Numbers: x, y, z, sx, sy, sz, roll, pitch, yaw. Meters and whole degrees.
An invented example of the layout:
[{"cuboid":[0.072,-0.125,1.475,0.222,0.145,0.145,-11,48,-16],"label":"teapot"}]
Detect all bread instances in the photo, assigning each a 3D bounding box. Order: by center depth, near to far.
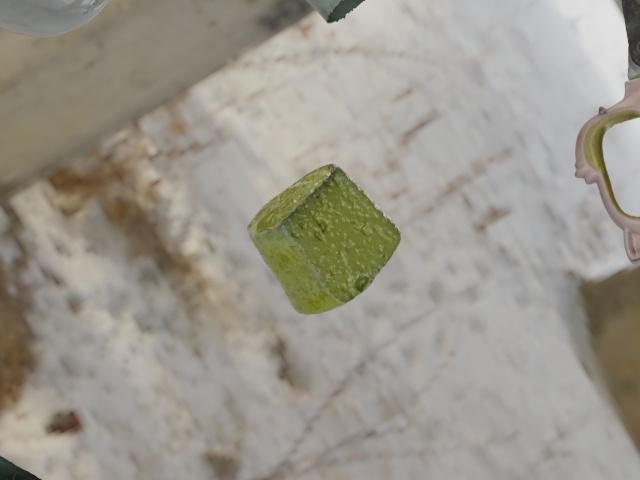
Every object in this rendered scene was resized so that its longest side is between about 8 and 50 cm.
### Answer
[{"cuboid":[0.000,0.000,1.881,0.114,0.129,0.111,53,-27,-21],"label":"bread"}]

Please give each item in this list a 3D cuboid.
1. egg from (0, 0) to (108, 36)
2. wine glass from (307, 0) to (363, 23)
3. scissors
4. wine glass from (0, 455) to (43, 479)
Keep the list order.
[{"cuboid":[-0.340,-0.339,2.143,0.271,0.196,0.196,49,15,-48],"label":"egg"},{"cuboid":[-0.026,-0.304,1.840,0.202,0.093,0.093,50,9,3],"label":"wine glass"},{"cuboid":[0.280,-0.139,1.638,0.024,0.160,0.317,39,40,-66],"label":"scissors"},{"cuboid":[-0.263,0.310,1.805,0.321,0.143,0.143,51,12,-50],"label":"wine glass"}]
